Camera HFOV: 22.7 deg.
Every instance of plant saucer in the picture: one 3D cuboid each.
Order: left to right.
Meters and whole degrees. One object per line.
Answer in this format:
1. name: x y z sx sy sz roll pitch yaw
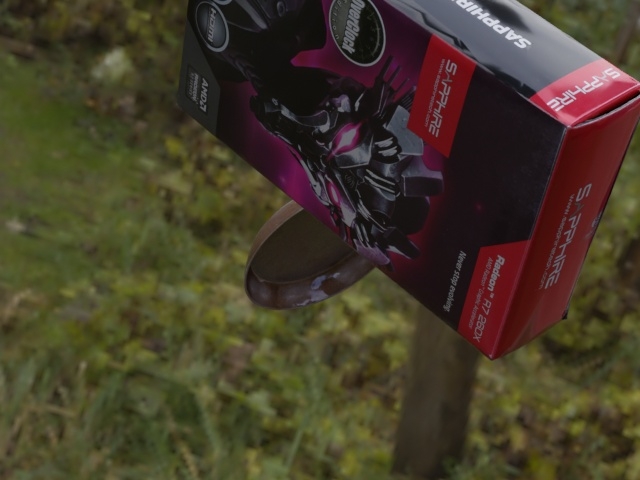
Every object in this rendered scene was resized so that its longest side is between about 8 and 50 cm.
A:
1. plant saucer: 0.000 0.000 1.474 0.168 0.168 0.029 3 44 -44

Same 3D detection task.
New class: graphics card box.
1. graphics card box: 0.049 -0.109 1.199 0.094 0.233 0.371 -29 57 -35
